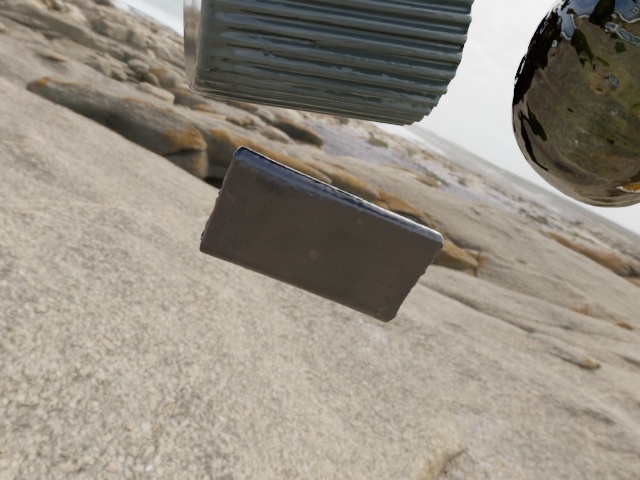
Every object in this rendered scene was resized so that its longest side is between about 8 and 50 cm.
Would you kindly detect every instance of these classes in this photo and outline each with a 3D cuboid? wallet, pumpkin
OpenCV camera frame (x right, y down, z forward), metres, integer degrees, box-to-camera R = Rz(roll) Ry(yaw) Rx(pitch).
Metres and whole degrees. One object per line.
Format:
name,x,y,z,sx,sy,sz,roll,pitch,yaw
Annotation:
wallet,0.000,0.000,0.731,0.320,0.171,0.044,22,24,-11
pumpkin,0.252,-0.135,0.371,0.237,0.238,0.159,6,41,-54

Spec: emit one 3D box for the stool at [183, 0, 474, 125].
stool,-0.010,-0.317,0.699,0.329,0.298,0.297,-1,27,-21
